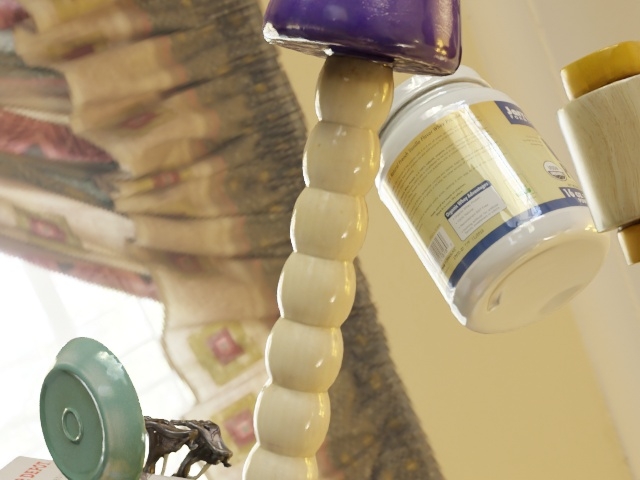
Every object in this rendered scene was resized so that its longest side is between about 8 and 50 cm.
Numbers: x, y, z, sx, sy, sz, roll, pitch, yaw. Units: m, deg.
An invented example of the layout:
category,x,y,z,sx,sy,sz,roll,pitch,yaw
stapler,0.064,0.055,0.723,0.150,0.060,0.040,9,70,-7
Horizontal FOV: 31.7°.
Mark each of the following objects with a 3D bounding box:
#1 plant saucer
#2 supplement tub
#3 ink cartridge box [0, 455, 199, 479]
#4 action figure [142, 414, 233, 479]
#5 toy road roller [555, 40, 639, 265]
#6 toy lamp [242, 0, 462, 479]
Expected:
category,x,y,z,sx,sy,sz,roll,pitch,yaw
plant saucer,-0.168,0.128,0.796,0.119,0.021,0.119,9,-77,43
supplement tub,0.211,-0.059,1.498,0.316,0.228,0.228,60,-29,31
ink cartridge box,-0.143,0.260,0.903,0.198,0.273,0.114,148,-50,-88
action figure,-0.187,0.332,1.248,0.141,0.164,0.275,11,-92,36
toy road roller,0.414,-0.117,1.123,0.240,0.329,0.202,-23,-98,40
toy lamp,0.000,0.000,0.430,0.080,0.080,0.274,16,-85,48
